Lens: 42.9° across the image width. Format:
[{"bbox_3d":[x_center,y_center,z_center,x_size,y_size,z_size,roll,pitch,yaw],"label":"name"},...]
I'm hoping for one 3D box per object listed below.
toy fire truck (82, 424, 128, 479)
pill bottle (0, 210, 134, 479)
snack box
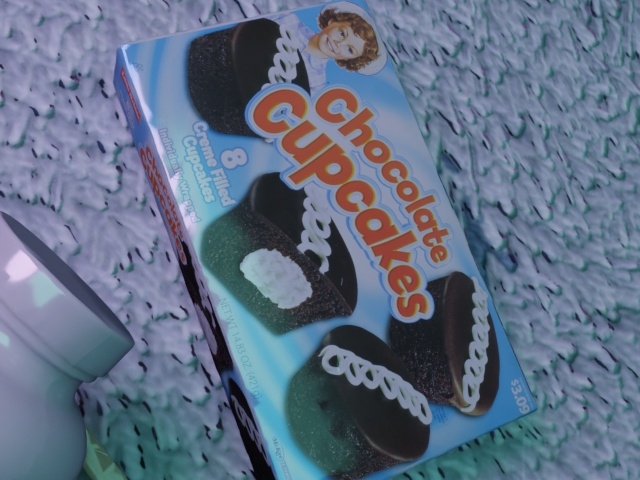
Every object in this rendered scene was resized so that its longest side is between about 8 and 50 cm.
[{"bbox_3d":[-0.141,0.184,0.467,0.192,0.047,0.135,39,66,-4],"label":"toy fire truck"},{"bbox_3d":[-0.213,0.109,0.372,0.146,0.146,0.264,45,82,-2],"label":"pill bottle"},{"bbox_3d":[0.000,0.000,0.558,0.187,0.060,0.322,-18,81,-22],"label":"snack box"}]
